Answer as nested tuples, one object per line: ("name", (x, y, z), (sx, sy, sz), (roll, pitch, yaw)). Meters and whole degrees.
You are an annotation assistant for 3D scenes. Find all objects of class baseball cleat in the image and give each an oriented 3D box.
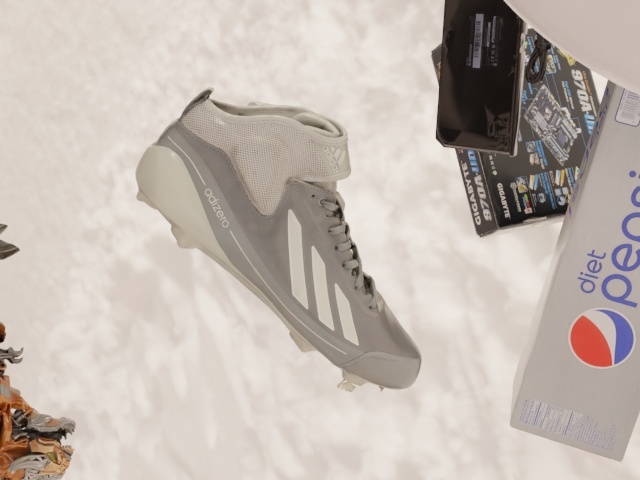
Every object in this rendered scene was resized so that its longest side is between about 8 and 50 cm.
("baseball cleat", (0.000, 0.000, 0.550), (0.109, 0.206, 0.072), (-46, 21, 15))

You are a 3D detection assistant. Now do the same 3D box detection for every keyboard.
("keyboard", (0.146, -0.160, 0.807), (0.108, 0.023, 0.180), (13, 107, 42))

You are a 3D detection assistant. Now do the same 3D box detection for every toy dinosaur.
("toy dinosaur", (-0.349, 0.091, 0.831), (0.164, 0.322, 0.218), (-26, 36, 26))

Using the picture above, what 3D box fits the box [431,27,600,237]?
("box", (0.233, -0.126, 1.120), (0.051, 0.175, 0.220), (151, 106, -67))

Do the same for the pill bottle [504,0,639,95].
("pill bottle", (0.163, -0.176, 0.300), (0.146, 0.146, 0.264), (54, 134, 33))

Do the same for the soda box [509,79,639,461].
("soda box", (0.225, 0.012, 0.756), (0.091, 0.098, 0.286), (16, 109, 9))
